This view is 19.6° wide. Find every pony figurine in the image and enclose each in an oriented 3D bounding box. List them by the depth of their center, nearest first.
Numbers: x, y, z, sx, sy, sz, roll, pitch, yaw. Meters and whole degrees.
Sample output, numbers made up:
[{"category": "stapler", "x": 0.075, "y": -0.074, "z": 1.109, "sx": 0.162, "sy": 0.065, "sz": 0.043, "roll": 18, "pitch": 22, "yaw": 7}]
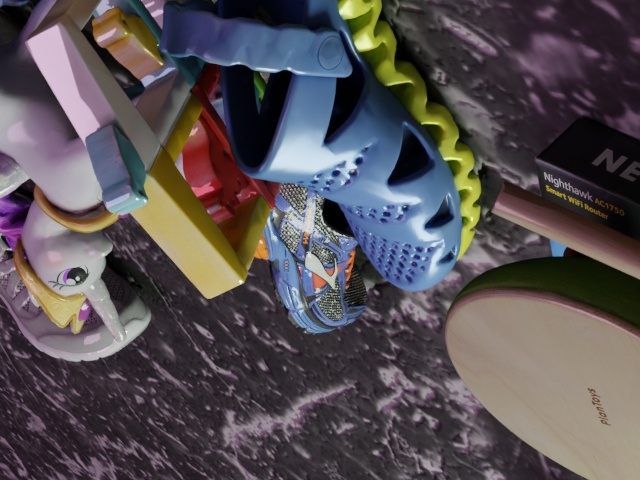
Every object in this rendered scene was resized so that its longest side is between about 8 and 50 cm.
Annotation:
[{"category": "pony figurine", "x": -0.246, "y": -0.098, "z": 1.431, "sx": 0.351, "sy": 0.303, "sz": 0.363, "roll": 37, "pitch": 141, "yaw": 0}]

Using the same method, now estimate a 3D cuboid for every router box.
[{"category": "router box", "x": 0.212, "y": 0.018, "z": 1.065, "sx": 0.179, "sy": 0.046, "sz": 0.133, "roll": 27, "pitch": 149, "yaw": 37}]

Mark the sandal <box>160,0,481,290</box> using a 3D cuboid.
[{"category": "sandal", "x": -0.006, "y": -0.083, "z": 1.163, "sx": 0.126, "sy": 0.138, "sz": 0.317, "roll": 12, "pitch": 141, "yaw": 48}]

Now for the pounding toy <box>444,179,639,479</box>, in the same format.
[{"category": "pounding toy", "x": 0.172, "y": 0.034, "z": 0.974, "sx": 0.183, "sy": 0.110, "sz": 0.237, "roll": 28, "pitch": 153, "yaw": 11}]

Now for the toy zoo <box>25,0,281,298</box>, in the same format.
[{"category": "toy zoo", "x": -0.089, "y": -0.093, "z": 1.150, "sx": 0.030, "sy": 0.293, "sz": 0.192, "roll": -24, "pitch": 114, "yaw": 23}]

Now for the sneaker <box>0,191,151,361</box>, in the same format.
[{"category": "sneaker", "x": -0.282, "y": 0.023, "z": 1.827, "sx": 0.281, "sy": 0.105, "sz": 0.115, "roll": 30, "pitch": 151, "yaw": 35}]

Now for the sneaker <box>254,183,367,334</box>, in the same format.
[{"category": "sneaker", "x": 0.000, "y": 0.000, "z": 1.349, "sx": 0.221, "sy": 0.087, "sz": 0.083, "roll": 56, "pitch": -161, "yaw": -59}]
